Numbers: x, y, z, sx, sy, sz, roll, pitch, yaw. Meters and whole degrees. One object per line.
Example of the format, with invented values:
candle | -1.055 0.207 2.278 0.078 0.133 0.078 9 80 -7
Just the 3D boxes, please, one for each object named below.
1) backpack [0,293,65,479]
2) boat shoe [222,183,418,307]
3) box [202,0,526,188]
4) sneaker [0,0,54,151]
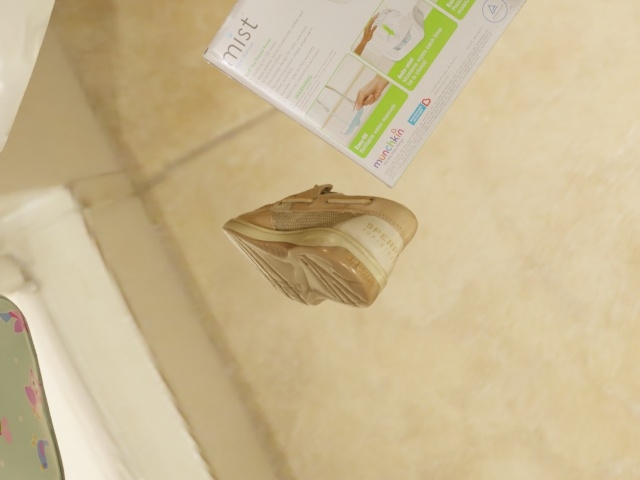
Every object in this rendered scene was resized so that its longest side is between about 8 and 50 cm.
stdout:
backpack | -0.200 0.113 0.627 0.144 0.166 0.188 -12 87 22
boat shoe | 0.000 0.000 1.582 0.110 0.341 0.121 -48 114 -16
box | 0.054 -0.228 1.361 0.231 0.127 0.262 34 110 -1
sneaker | -0.218 -0.204 0.623 0.236 0.130 0.322 17 69 -17
